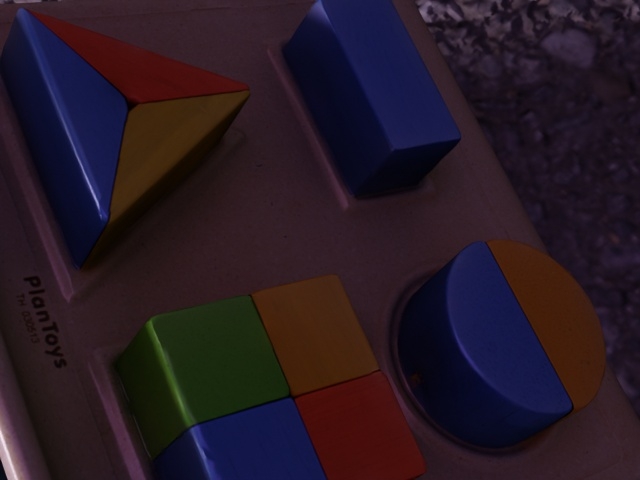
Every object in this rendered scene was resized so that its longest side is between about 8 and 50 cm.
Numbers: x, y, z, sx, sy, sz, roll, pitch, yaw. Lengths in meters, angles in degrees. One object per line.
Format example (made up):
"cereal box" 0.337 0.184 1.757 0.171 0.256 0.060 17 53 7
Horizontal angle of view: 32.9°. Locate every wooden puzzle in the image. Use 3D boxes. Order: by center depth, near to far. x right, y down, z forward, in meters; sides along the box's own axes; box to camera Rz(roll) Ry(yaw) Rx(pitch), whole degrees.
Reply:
"wooden puzzle" 0.000 0.000 0.512 0.348 0.080 0.322 -10 67 -39

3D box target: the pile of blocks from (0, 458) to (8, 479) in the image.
"pile of blocks" -0.110 0.128 0.473 0.113 0.149 0.362 -18 91 -2
